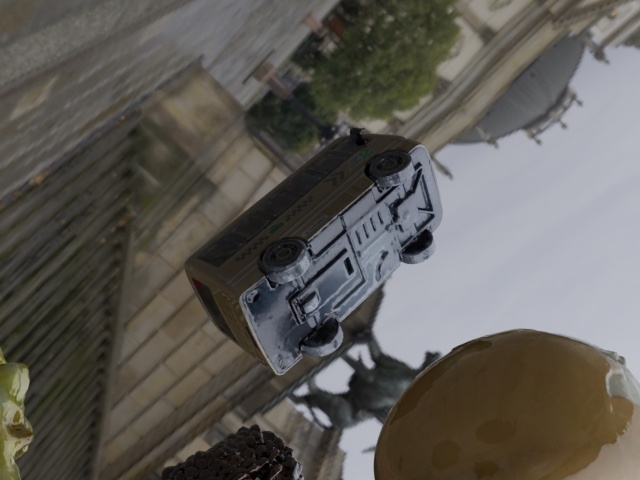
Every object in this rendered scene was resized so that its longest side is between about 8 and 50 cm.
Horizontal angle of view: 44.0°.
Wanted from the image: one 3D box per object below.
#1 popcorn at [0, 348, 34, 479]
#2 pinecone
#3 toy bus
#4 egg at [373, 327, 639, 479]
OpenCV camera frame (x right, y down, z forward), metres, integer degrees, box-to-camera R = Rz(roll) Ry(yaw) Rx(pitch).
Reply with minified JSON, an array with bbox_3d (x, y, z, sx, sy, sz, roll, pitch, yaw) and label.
[{"bbox_3d":[-0.256,0.136,0.449,0.169,0.189,0.218,-149,-116,-73],"label":"popcorn"},{"bbox_3d":[-0.111,0.367,1.066,0.221,0.221,0.221,-45,-171,10],"label":"pinecone"},{"bbox_3d":[0.000,0.000,0.892,0.289,0.139,0.157,-42,-139,-23],"label":"toy bus"},{"bbox_3d":[0.165,0.181,0.686,0.244,0.201,0.201,-18,-167,5],"label":"egg"}]
